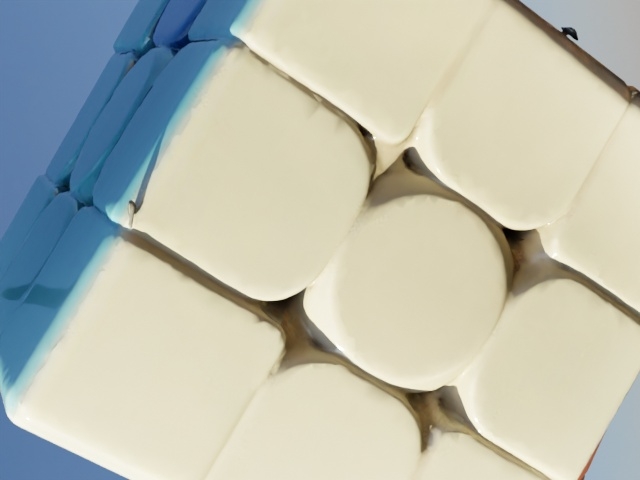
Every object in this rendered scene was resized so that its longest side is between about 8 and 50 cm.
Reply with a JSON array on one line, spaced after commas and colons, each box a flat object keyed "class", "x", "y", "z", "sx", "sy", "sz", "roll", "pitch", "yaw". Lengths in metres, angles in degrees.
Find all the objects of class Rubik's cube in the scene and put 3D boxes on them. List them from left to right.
[{"class": "Rubik's cube", "x": 0.000, "y": 0.000, "z": 0.617, "sx": 0.291, "sy": 0.290, "sz": 0.292, "roll": 30, "pitch": -92, "yaw": -23}]

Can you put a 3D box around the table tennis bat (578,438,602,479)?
[{"class": "table tennis bat", "x": 0.176, "y": 0.274, "z": 0.913, "sx": 0.268, "sy": 0.051, "sz": 0.415, "roll": -28, "pitch": -41, "yaw": -53}]
